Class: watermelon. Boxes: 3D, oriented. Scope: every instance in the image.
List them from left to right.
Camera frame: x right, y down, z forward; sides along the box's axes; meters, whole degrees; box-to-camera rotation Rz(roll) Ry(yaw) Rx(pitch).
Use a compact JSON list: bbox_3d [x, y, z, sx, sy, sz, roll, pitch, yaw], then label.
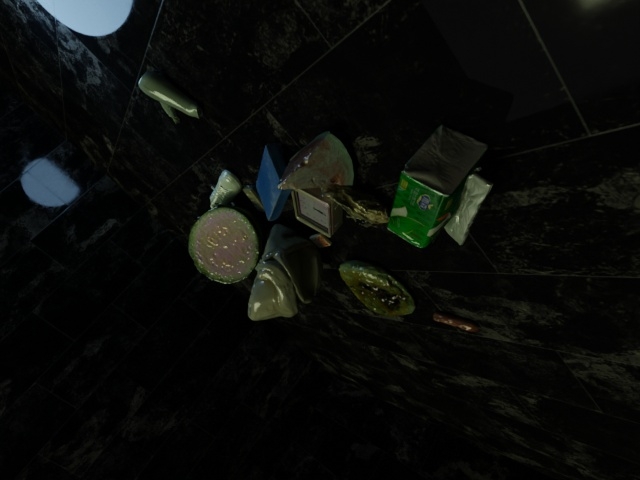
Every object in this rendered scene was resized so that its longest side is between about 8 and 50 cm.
[{"bbox_3d":[-0.033,-0.203,0.996,0.207,0.202,0.136,14,110,41],"label":"watermelon"}]

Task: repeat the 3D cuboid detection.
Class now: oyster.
[{"bbox_3d":[0.094,-0.108,1.052,0.209,0.133,0.072,44,122,12],"label":"oyster"}]

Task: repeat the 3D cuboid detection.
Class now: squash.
[{"bbox_3d":[-0.339,0.002,1.671,0.310,0.310,0.309,35,-168,8],"label":"squash"}]

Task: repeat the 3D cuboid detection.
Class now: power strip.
[{"bbox_3d":[-0.245,-0.161,1.528,0.056,0.032,0.123,12,146,44],"label":"power strip"}]

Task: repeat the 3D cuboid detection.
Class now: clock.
[{"bbox_3d":[-0.008,-0.108,1.228,0.147,0.071,0.192,30,156,18],"label":"clock"}]

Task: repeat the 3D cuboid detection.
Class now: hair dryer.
[{"bbox_3d":[-0.480,-0.437,1.334,0.206,0.075,0.237,32,166,-4],"label":"hair dryer"}]

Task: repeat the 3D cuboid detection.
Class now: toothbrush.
[{"bbox_3d":[-0.430,-0.196,1.764,0.131,0.011,0.013,38,170,-1],"label":"toothbrush"}]

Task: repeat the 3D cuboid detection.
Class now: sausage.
[{"bbox_3d":[0.447,0.269,1.325,0.158,0.042,0.036,11,108,44],"label":"sausage"}]

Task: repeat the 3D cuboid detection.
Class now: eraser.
[{"bbox_3d":[-0.151,-0.172,1.261,0.144,0.043,0.312,68,161,9],"label":"eraser"}]

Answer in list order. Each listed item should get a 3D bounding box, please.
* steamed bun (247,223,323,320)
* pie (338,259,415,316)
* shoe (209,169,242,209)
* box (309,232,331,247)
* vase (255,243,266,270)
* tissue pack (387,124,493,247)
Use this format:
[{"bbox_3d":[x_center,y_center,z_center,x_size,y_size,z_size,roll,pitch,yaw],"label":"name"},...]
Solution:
[{"bbox_3d":[-0.117,0.130,1.550,0.255,0.367,0.342,15,129,-7],"label":"steamed bun"},{"bbox_3d":[0.207,0.186,1.479,0.323,0.070,0.323,30,156,15],"label":"pie"},{"bbox_3d":[-0.385,-0.185,1.595,0.095,0.110,0.265,40,160,-3],"label":"shoe"},{"bbox_3d":[0.000,0.000,1.496,0.058,0.015,0.093,46,157,-14],"label":"box"},{"bbox_3d":[-0.303,0.059,1.931,0.248,0.128,0.128,44,159,10],"label":"vase"},{"bbox_3d":[0.244,-0.086,0.793,0.156,0.148,0.209,32,157,17],"label":"tissue pack"}]
